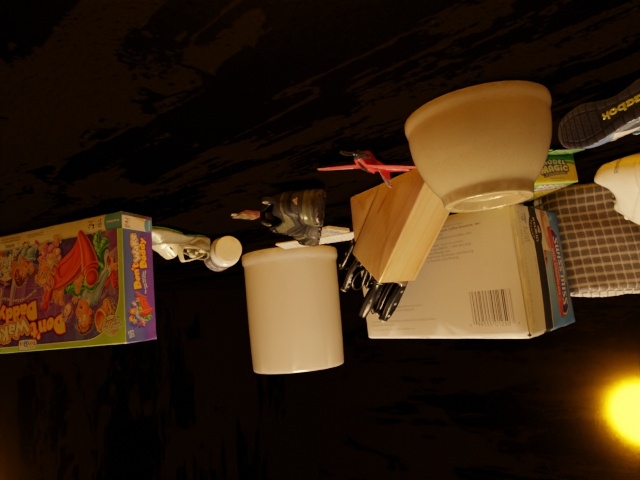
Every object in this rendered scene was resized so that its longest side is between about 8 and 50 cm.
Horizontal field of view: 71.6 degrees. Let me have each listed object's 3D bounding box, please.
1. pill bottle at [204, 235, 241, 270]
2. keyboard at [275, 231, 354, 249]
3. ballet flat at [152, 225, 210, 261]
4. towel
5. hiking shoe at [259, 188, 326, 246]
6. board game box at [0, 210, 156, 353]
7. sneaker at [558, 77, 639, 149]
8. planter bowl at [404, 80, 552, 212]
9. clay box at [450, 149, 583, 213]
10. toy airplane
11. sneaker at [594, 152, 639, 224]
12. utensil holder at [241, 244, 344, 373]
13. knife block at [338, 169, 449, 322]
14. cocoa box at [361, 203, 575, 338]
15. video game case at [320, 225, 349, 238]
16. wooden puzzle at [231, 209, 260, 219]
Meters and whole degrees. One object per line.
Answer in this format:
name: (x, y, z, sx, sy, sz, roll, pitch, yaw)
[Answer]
pill bottle: (-0.250, 0.033, 1.135, 0.078, 0.078, 0.137, -1, 170, -24)
keyboard: (0.000, 0.000, 1.282, 0.256, 0.014, 0.072, -9, 170, 19)
ballet flat: (-0.322, 0.013, 0.998, 0.072, 0.068, 0.213, -10, 170, 24)
towel: (0.611, -0.009, 0.907, 0.284, 0.234, 0.121, -7, 164, 8)
hiking shoe: (-0.051, -0.047, 0.810, 0.114, 0.086, 0.227, 8, 165, 0)
board game box: (-0.486, 0.089, 0.860, 0.347, 0.233, 0.078, -9, 171, 20)
sneaker: (0.339, -0.139, 0.495, 0.059, 0.053, 0.144, -3, 172, -27)
planter bowl: (0.185, -0.093, 0.510, 0.162, 0.109, 0.162, -5, 170, -1)
clay box: (0.321, -0.095, 0.752, 0.128, 0.053, 0.222, -4, 172, -10)
toy airplane: (0.079, -0.103, 0.624, 0.151, 0.028, 0.151, 7, 176, 0)
sneaker: (0.607, -0.059, 0.781, 0.297, 0.111, 0.129, 40, 167, -21)
utensil holder: (-0.090, 0.231, 1.500, 0.328, 0.385, 0.327, -5, 172, -1)
knife block: (0.136, 0.023, 0.784, 0.088, 0.241, 0.276, -1, 170, -33)
cocoa box: (0.286, 0.075, 0.909, 0.228, 0.231, 0.347, 3, 168, -44)
video game case: (0.003, -0.019, 1.172, 0.122, 0.011, 0.087, -13, 168, 40)
wooden puzzle: (-0.142, -0.051, 0.897, 0.083, 0.006, 0.049, 3, 168, -44)
